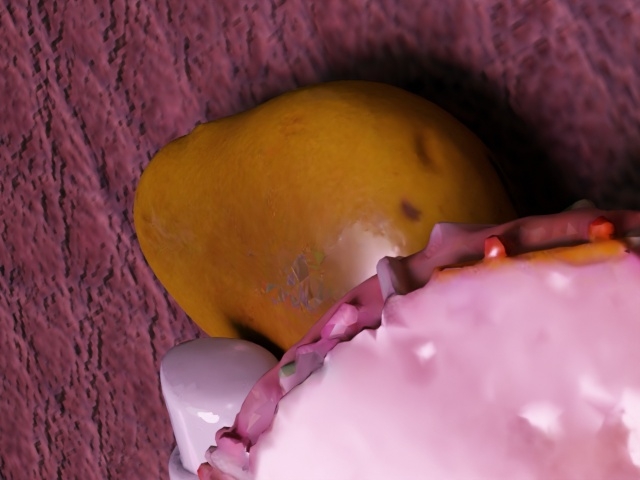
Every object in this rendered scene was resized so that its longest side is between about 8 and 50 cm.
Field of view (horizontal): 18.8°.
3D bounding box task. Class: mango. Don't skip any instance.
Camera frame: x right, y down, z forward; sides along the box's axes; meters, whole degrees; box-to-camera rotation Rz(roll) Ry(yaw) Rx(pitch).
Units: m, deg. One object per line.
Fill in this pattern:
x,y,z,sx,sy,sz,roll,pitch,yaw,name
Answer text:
0.000,0.000,0.605,0.161,0.076,0.103,9,118,49,mango

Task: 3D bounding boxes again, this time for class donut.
0.083,0.089,0.496,0.233,0.085,0.199,25,101,12,donut

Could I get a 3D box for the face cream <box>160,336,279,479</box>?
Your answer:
0.000,0.146,0.616,0.101,0.101,0.252,10,124,45,face cream
